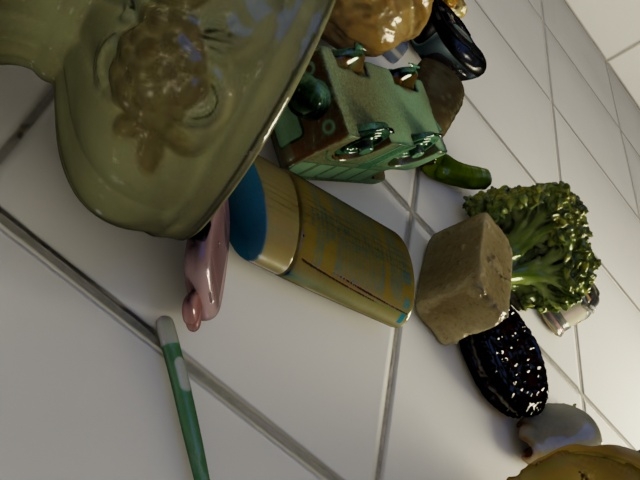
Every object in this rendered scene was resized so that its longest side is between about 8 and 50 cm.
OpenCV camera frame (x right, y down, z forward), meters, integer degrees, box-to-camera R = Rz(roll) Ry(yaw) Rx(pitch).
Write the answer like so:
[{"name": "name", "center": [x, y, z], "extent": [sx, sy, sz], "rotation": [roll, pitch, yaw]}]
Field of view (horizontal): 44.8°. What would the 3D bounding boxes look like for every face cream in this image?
[{"name": "face cream", "center": [0.000, 0.000, 0.888], "extent": [0.285, 0.067, 0.139], "rotation": [28, 43, -42]}]

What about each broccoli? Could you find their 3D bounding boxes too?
[{"name": "broccoli", "center": [0.350, 0.004, 1.265], "extent": [0.273, 0.180, 0.243], "rotation": [-22, 85, -57]}]

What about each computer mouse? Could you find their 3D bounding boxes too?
[{"name": "computer mouse", "center": [0.232, -0.375, 1.475], "extent": [0.137, 0.096, 0.233], "rotation": [39, 25, -31]}]

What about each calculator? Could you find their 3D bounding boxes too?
[{"name": "calculator", "center": [-0.104, 0.013, 0.724], "extent": [0.103, 0.024, 0.166], "rotation": [89, 4, -47]}]

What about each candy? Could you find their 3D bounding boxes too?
[{"name": "candy", "center": [0.153, -0.206, 1.230], "extent": [0.102, 0.104, 0.234], "rotation": [47, 34, -12]}]

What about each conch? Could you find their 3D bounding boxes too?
[{"name": "conch", "center": [0.343, 0.295, 1.145], "extent": [0.176, 0.094, 0.105], "rotation": [-5, 79, -25]}]

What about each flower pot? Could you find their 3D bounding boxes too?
[{"name": "flower pot", "center": [-0.153, -0.171, 0.621], "extent": [0.244, 0.307, 0.308], "rotation": [27, 43, -18]}]

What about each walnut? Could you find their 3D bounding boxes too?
[{"name": "walnut", "center": [0.061, -0.395, 1.141], "extent": [0.257, 0.257, 0.224], "rotation": [45, 68, -24]}]

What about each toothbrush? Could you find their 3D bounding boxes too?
[{"name": "toothbrush", "center": [-0.103, 0.183, 0.648], "extent": [0.018, 0.024, 0.257], "rotation": [9, 57, -51]}]

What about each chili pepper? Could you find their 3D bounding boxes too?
[{"name": "chili pepper", "center": [0.218, -0.118, 1.298], "extent": [0.201, 0.052, 0.050], "rotation": [11, 27, -49]}]

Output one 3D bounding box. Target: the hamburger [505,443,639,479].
[{"name": "hamburger", "center": [0.353, 0.373, 0.910], "extent": [0.236, 0.276, 0.277], "rotation": [16, 53, -49]}]

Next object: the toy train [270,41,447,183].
[{"name": "toy train", "center": [0.040, -0.151, 0.983], "extent": [0.326, 0.159, 0.129], "rotation": [-5, 72, -59]}]

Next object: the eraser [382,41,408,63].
[{"name": "eraser", "center": [0.118, -0.418, 1.409], "extent": [0.082, 0.036, 0.225], "rotation": [38, 38, -35]}]

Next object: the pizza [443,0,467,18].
[{"name": "pizza", "center": [0.177, -0.576, 1.545], "extent": [0.336, 0.086, 0.226], "rotation": [52, 25, -4]}]

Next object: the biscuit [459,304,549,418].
[{"name": "biscuit", "center": [0.270, 0.168, 1.142], "extent": [0.194, 0.053, 0.195], "rotation": [34, 40, -35]}]

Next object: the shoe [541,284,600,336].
[{"name": "shoe", "center": [0.459, 0.095, 1.427], "extent": [0.089, 0.092, 0.180], "rotation": [51, 33, -13]}]

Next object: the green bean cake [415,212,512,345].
[{"name": "green bean cake", "center": [0.204, 0.051, 1.092], "extent": [0.085, 0.109, 0.179], "rotation": [47, 34, -20]}]

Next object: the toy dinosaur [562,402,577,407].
[{"name": "toy dinosaur", "center": [0.403, 0.291, 1.255], "extent": [0.113, 0.026, 0.041], "rotation": [-16, 95, -66]}]
